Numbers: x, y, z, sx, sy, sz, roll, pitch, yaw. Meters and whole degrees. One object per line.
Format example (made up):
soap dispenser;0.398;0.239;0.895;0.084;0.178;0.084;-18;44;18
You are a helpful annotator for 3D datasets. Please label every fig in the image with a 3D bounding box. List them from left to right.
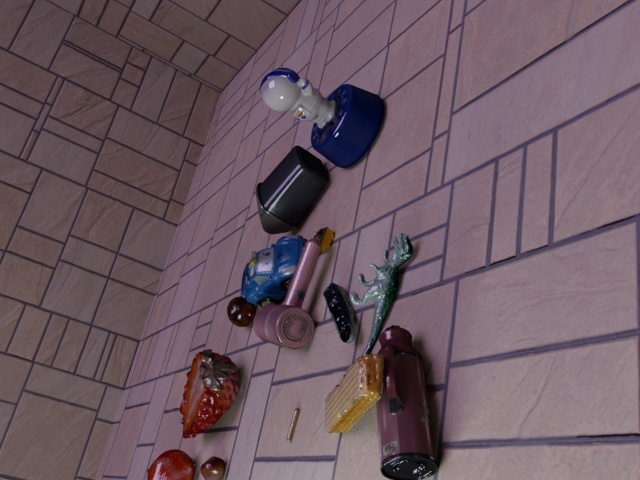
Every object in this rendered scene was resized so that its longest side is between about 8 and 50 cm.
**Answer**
fig;-0.300;0.254;2.367;0.109;0.103;0.154;-48;28;-17

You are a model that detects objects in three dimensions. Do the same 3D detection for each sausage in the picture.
sausage;-0.076;0.510;1.781;0.015;0.015;0.100;-16;53;59

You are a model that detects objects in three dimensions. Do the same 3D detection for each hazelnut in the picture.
hazelnut;-0.339;0.729;2.045;0.086;0.086;0.086;-45;31;37

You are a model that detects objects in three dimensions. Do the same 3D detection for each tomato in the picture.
tomato;-0.516;0.820;2.227;0.187;0.151;0.187;-39;35;35

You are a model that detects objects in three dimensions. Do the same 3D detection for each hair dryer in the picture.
hair dryer;-0.077;0.154;1.984;0.210;0.125;0.353;-4;63;64

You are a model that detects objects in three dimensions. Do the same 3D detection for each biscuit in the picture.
biscuit;0.070;0.348;1.429;0.379;0.054;0.094;111;163;-59

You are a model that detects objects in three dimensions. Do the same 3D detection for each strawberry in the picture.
strawberry;-0.383;0.545;2.236;0.336;0.149;0.265;-64;29;28

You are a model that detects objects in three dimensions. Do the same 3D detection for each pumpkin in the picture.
pumpkin;0.000;0.000;2.055;0.083;0.054;0.074;-28;39;59

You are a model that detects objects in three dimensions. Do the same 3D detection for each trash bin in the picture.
trash bin;-0.114;-0.175;2.304;0.290;0.182;0.209;-49;27;21

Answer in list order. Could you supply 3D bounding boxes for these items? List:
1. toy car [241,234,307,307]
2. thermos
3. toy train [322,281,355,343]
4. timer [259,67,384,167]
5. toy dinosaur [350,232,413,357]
toy car;-0.157;0.093;2.161;0.314;0.166;0.198;-38;39;45
thermos;0.158;0.314;1.341;0.109;0.136;0.330;-41;33;35
toy train;0.062;0.202;1.746;0.052;0.051;0.234;-56;29;20
timer;-0.017;-0.431;2.086;0.270;0.383;0.270;-45;31;37
toy dinosaur;0.121;0.153;1.633;0.129;0.076;0.383;23;96;42
